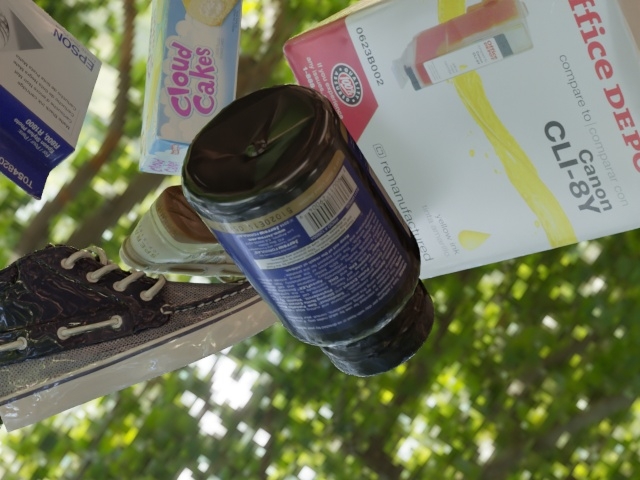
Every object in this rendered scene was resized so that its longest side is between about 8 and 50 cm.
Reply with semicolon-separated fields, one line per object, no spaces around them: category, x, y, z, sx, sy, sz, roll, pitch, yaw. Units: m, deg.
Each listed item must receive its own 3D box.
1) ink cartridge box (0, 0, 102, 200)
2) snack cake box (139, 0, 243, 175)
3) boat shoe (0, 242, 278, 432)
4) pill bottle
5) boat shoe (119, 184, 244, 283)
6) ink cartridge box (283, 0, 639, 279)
ink cartridge box;-0.348;-0.188;1.734;0.223;0.045;0.224;41;-144;-29
snack cake box;-0.149;-0.218;1.848;0.089;0.264;0.152;7;166;-15
boat shoe;-0.197;0.060;1.559;0.127;0.341;0.158;173;75;-83
pill bottle;0.000;0.000;1.172;0.123;0.123;0.219;37;166;49
boat shoe;-0.125;-0.007;1.831;0.285;0.089;0.104;9;-132;-60
ink cartridge box;0.190;-0.139;1.513;0.385;0.160;0.279;-15;102;44
